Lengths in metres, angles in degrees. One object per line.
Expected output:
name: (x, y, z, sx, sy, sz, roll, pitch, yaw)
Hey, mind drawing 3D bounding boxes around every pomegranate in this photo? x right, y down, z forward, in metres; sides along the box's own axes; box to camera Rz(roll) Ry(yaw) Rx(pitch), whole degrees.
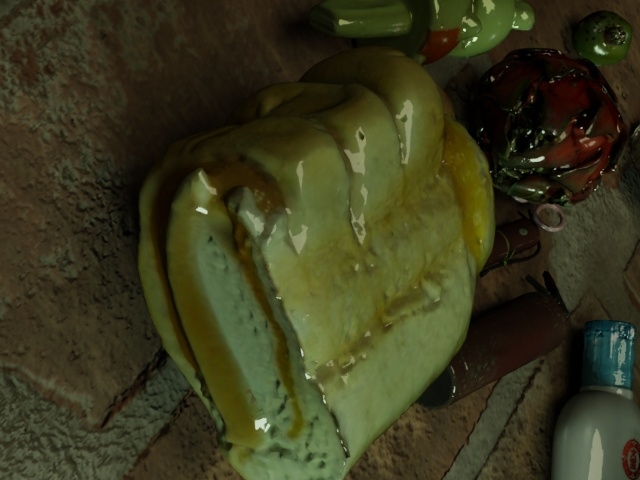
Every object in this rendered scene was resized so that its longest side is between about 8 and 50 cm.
pomegranate: (0.342, -0.248, 1.568, 0.084, 0.073, 0.073, 8, 77, -72)

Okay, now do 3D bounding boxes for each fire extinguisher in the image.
fire extinguisher: (0.207, 0.001, 1.424, 0.132, 0.039, 0.056, -18, 75, -45)
fire extinguisher: (0.191, 0.098, 1.378, 0.268, 0.072, 0.089, -19, 65, -45)

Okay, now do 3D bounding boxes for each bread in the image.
bread: (0.000, 0.000, 1.102, 0.341, 0.210, 0.300, -43, 125, -40)

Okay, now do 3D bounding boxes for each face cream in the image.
face cream: (0.323, 0.260, 1.474, 0.163, 0.080, 0.336, 22, 69, -45)

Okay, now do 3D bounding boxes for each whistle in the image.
whistle: (0.100, -0.229, 1.294, 0.288, 0.131, 0.106, -18, 127, -43)

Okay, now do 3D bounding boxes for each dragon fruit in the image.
dragon fruit: (0.240, -0.118, 1.381, 0.182, 0.182, 0.188, 36, 52, -36)

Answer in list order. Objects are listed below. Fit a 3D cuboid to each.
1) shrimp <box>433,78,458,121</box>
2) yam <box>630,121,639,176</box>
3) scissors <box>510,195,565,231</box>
shrimp: (0.106, -0.041, 1.319, 0.145, 0.061, 0.267, 1, 81, -54)
yam: (0.511, -0.040, 1.677, 0.279, 0.131, 0.131, 51, 53, -29)
scissors: (0.277, -0.061, 1.505, 0.085, 0.022, 0.176, 47, 38, 12)
